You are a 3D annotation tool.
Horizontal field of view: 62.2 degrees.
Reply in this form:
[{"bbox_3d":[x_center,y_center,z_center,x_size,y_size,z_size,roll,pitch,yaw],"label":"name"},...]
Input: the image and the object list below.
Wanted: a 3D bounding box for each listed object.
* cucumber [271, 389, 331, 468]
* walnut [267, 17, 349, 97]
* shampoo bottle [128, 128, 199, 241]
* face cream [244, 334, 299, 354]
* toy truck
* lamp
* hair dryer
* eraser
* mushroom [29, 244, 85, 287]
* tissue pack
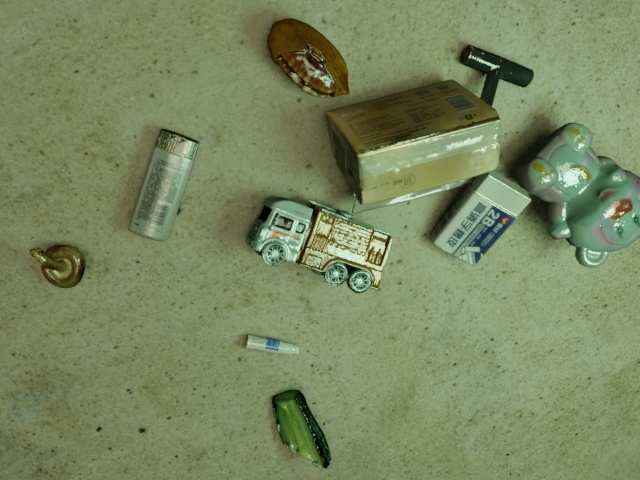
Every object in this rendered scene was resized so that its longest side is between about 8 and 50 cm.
[{"bbox_3d":[-0.044,0.463,1.322,0.086,0.116,0.192,-39,111,-46],"label":"cucumber"},{"bbox_3d":[-0.020,-0.367,1.087,0.207,0.116,0.115,36,95,-19],"label":"walnut"},{"bbox_3d":[-0.329,-0.115,1.115,0.086,0.056,0.227,18,100,-14],"label":"shampoo bottle"},{"bbox_3d":[-0.115,0.254,1.273,0.130,0.034,0.034,14,101,-15],"label":"face cream"},{"bbox_3d":[0.000,0.000,1.179,0.306,0.136,0.162,19,93,-19],"label":"toy truck"},{"bbox_3d":[0.611,-0.105,1.250,0.301,0.247,0.247,44,88,3],"label":"lamp"},{"bbox_3d":[0.392,-0.325,1.179,0.173,0.050,0.194,12,72,-15],"label":"hair dryer"},{"bbox_3d":[0.370,-0.054,1.236,0.125,0.068,0.210,29,119,-9],"label":"eraser"},{"bbox_3d":[-0.544,0.041,1.097,0.088,0.072,0.129,-16,143,7],"label":"mushroom"},{"bbox_3d":[0.193,-0.183,1.136,0.306,0.238,0.238,-16,108,-8],"label":"tissue pack"}]
